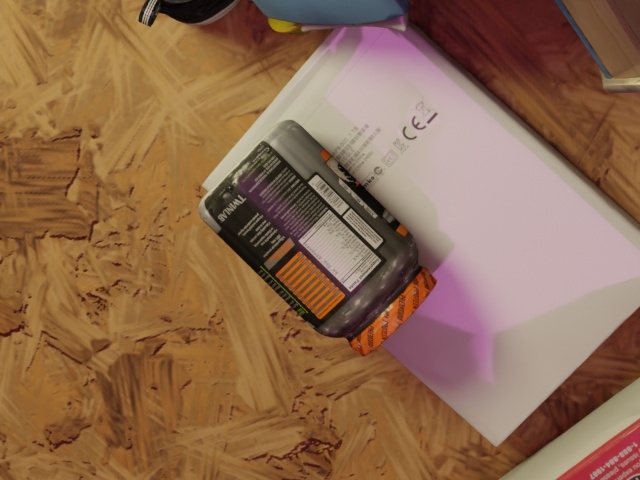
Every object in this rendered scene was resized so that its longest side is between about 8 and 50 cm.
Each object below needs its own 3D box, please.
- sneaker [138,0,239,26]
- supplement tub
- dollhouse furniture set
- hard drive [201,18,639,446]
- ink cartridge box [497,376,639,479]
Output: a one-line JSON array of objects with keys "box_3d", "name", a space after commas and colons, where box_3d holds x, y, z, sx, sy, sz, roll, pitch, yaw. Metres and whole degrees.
[{"box_3d": [-0.076, -0.292, 1.306, 0.101, 0.153, 0.268, 28, 109, 3], "name": "sneaker"}, {"box_3d": [0.000, 0.000, 1.340, 0.190, 0.117, 0.117, 45, 109, -2], "name": "supplement tub"}, {"box_3d": [0.128, -0.269, 1.306, 0.303, 0.198, 0.286, 3, 62, 36], "name": "dollhouse furniture set"}, {"box_3d": [0.102, -0.017, 1.399, 0.353, 0.047, 0.233, 42, 109, -1], "name": "hard drive"}, {"box_3d": [0.305, 0.303, 1.399, 0.226, 0.131, 0.306, -41, 92, 19], "name": "ink cartridge box"}]
